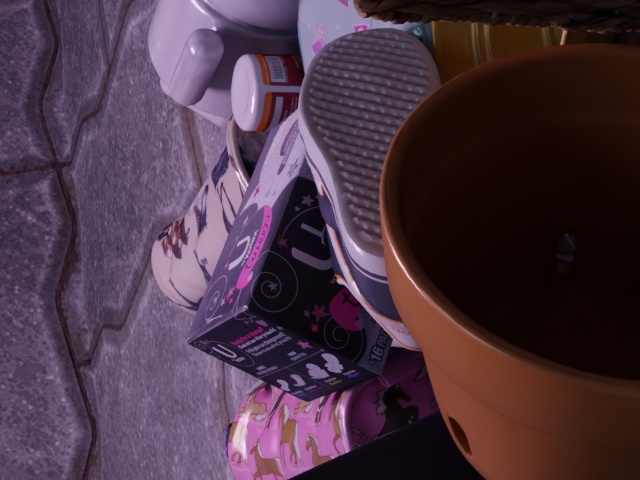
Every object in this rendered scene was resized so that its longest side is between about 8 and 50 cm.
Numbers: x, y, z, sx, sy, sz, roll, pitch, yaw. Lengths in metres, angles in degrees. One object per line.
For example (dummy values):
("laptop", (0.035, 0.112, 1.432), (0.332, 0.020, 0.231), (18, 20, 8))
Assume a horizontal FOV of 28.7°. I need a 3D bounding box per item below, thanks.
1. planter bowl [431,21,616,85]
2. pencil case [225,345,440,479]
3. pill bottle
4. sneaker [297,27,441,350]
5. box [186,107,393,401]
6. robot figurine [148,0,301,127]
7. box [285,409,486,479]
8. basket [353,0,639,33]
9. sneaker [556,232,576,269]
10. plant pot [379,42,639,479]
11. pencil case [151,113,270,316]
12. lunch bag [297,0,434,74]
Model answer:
("planter bowl", (0.177, -0.187, 0.999), (0.217, 0.090, 0.217), (179, 90, -69))
("pencil case", (0.027, 0.205, 1.301), (0.160, 0.167, 0.386), (-64, 15, -19))
("pill bottle", (-0.016, -0.163, 1.388), (0.086, 0.152, 0.086), (179, 90, -68))
("sneaker", (0.052, -0.046, 1.023), (0.321, 0.126, 0.127), (-94, -6, -49))
("box", (0.000, 0.000, 1.152), (0.163, 0.142, 0.247), (-33, 34, 60))
("robot figurine", (-0.089, -0.284, 1.496), (0.300, 0.200, 0.353), (-64, 4, -36))
("box", (0.045, 0.340, 0.940), (0.179, 0.312, 0.343), (41, 141, 45))
("basket", (0.153, -0.277, 0.776), (0.213, 0.299, 0.223), (120, 142, -51))
("sneaker", (0.180, 0.025, 0.980), (0.115, 0.105, 0.281), (136, 130, -61))
("plant pot", (0.181, 0.043, 0.793), (0.203, 0.291, 0.291), (88, 164, -45))
("pencil case", (-0.096, -0.033, 1.582), (0.410, 0.160, 0.183), (133, 141, -59))
("lunch bag", (0.072, -0.204, 1.230), (0.279, 0.108, 0.224), (144, 122, -63))
